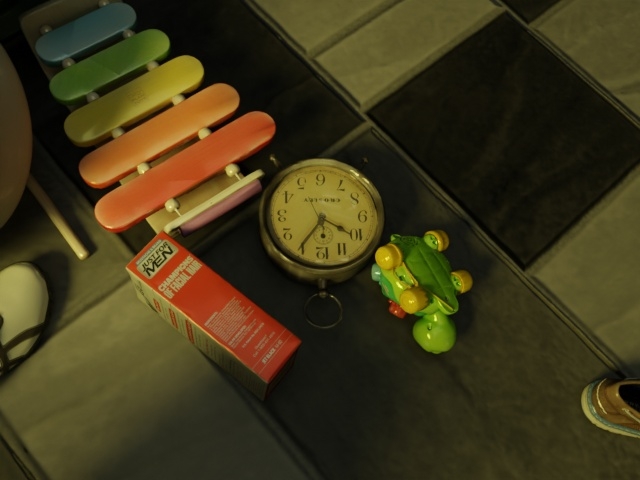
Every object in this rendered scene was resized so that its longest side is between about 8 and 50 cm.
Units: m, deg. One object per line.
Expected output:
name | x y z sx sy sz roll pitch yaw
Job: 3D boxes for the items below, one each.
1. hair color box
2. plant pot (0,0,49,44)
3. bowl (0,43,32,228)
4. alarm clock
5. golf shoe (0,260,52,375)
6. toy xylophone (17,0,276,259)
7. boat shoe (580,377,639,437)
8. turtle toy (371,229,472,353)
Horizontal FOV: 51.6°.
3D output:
hair color box | -0.100 0.074 0.628 0.167 0.093 0.053 36 67 8
plant pot | -0.371 -0.324 0.684 0.196 0.293 0.293 47 67 -16
bowl | -0.375 -0.110 0.618 0.298 0.297 0.134 36 24 9
alarm clock | 0.000 0.000 0.687 0.129 0.064 0.192 2 65 -6
golf shoe | -0.317 0.096 0.594 0.077 0.094 0.198 25 65 5
toy xylophone | -0.212 -0.118 0.702 0.323 0.081 0.236 44 70 12
boat shoe | 0.359 0.175 0.653 0.183 0.066 0.066 9 67 -3
turtle toy | 0.102 0.052 0.675 0.095 0.066 0.130 -15 70 -37
